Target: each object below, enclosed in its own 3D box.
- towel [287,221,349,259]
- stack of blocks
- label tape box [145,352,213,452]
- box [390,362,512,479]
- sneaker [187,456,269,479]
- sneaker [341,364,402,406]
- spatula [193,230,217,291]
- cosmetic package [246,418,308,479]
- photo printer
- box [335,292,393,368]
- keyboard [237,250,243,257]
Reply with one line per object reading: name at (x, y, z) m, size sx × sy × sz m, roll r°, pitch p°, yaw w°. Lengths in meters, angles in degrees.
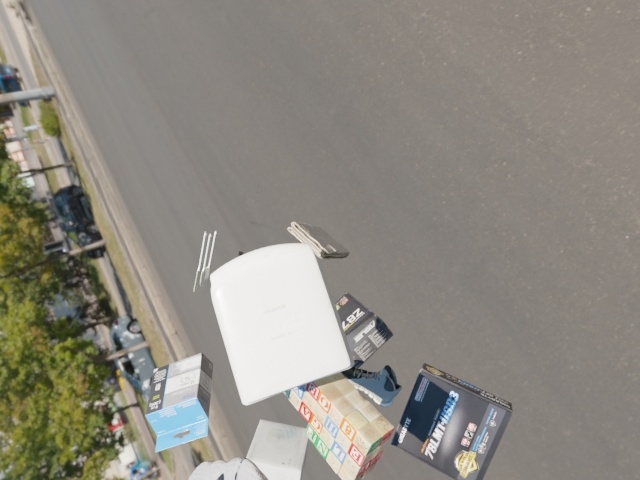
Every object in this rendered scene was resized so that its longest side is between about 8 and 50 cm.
towel at (0.000, 0.000, 1.724) m, size 0.187 × 0.282 × 0.049 m, roll 42°, pitch 104°, yaw 18°
stack of blocks at (0.024, 0.426, 1.095) m, size 0.297 × 0.087 × 0.171 m, roll 39°, pitch 128°, yaw 34°
label tape box at (-0.585, 0.661, 1.824) m, size 0.334 × 0.240 × 0.106 m, roll -102°, pitch -11°, yaw -51°
box at (0.413, 0.590, 1.408) m, size 0.293 × 0.073 × 0.296 m, roll 23°, pitch 102°, yaw 17°
sneaker at (-0.177, 0.637, 1.063) m, size 0.210 × 0.137 × 0.365 m, roll 43°, pitch 140°, yaw -17°
sneaker at (0.168, 0.441, 1.454) m, size 0.228 × 0.086 × 0.132 m, roll 31°, pitch 118°, yaw 0°
spatula at (-0.469, 0.078, 1.792) m, size 0.168 × 0.019 × 0.242 m, roll -30°, pitch -49°, yaw -82°
cosmetic package at (-0.172, 0.874, 1.788) m, size 0.224 × 0.224 × 0.138 m, roll -68°, pitch -15°, yaw -69°
photo printer at (-0.091, 0.165, 0.963) m, size 0.107 × 0.256 × 0.308 m, roll 111°, pitch 141°, yaw -79°
box at (0.048, 0.410, 1.705) m, size 0.097 × 0.395 × 0.318 m, roll 52°, pitch 173°, yaw -25°
keyboard at (-0.296, 0.110, 1.603) m, size 0.180 × 0.023 × 0.108 m, roll -97°, pitch 13°, yaw -56°
